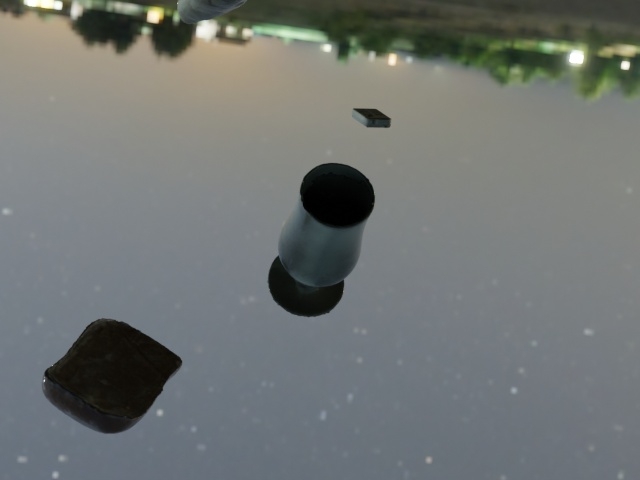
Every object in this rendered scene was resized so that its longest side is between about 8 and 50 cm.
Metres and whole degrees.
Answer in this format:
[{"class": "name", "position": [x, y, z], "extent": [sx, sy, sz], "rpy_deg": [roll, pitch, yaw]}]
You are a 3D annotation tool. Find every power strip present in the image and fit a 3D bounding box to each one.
[{"class": "power strip", "position": [0.077, -0.185, 2.005], "extent": [0.040, 0.016, 0.090], "rpy_deg": [-1, -164, -15]}]

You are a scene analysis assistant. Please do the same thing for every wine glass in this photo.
[{"class": "wine glass", "position": [0.000, 0.000, 1.605], "extent": [0.103, 0.103, 0.231], "rpy_deg": [7, 151, -6]}]

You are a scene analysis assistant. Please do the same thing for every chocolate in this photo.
[{"class": "chocolate", "position": [-0.326, 0.220, 2.037], "extent": [0.157, 0.080, 0.254], "rpy_deg": [32, -156, 1]}]

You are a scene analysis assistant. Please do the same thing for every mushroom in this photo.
[{"class": "mushroom", "position": [-0.174, -0.437, 2.293], "extent": [0.107, 0.087, 0.333], "rpy_deg": [9, 172, -15]}]
